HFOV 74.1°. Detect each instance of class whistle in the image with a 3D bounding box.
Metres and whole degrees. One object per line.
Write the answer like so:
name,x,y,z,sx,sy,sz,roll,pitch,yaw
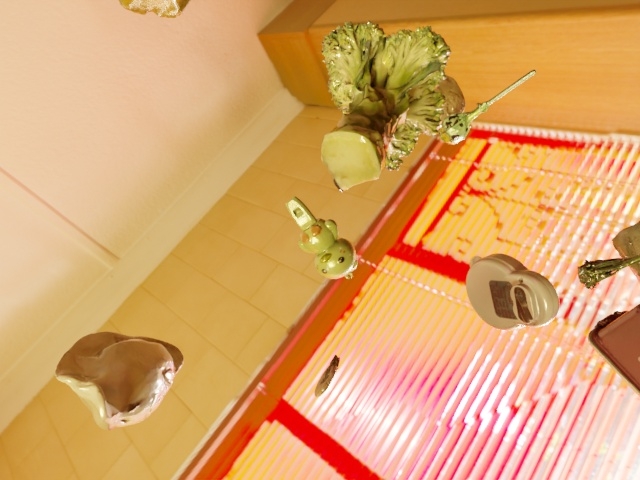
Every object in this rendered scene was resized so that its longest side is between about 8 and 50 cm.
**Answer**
whistle,0.000,0.006,1.255,0.294,0.141,0.141,46,-110,-20

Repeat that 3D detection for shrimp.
shrimp,0.021,0.283,0.891,0.108,0.023,0.059,-53,0,-39

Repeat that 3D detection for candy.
candy,0.473,-0.383,1.222,0.083,0.305,0.091,43,-138,-15

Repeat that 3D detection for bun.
bun,0.338,-0.521,1.524,0.326,0.361,0.235,-55,-25,-65

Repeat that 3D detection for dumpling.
dumpling,-0.490,0.326,1.036,0.187,0.242,0.318,-56,-4,11

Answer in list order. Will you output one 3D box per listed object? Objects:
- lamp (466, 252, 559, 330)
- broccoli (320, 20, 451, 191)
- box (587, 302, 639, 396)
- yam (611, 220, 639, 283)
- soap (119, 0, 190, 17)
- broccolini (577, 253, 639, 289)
lamp,0.438,0.117,0.968,0.107,0.246,0.180,-19,-82,-17
broccoli,0.080,-0.219,0.665,0.361,0.221,0.252,-44,-41,-67
box,0.798,0.258,0.949,0.193,0.294,0.167,-18,-35,-25
yam,0.689,0.071,0.781,0.161,0.268,0.161,-8,-40,-7
soap,-0.280,-0.470,0.702,0.160,0.080,0.258,21,-133,-19
broccolini,0.503,0.024,0.649,0.042,0.218,0.044,-36,-90,-39
